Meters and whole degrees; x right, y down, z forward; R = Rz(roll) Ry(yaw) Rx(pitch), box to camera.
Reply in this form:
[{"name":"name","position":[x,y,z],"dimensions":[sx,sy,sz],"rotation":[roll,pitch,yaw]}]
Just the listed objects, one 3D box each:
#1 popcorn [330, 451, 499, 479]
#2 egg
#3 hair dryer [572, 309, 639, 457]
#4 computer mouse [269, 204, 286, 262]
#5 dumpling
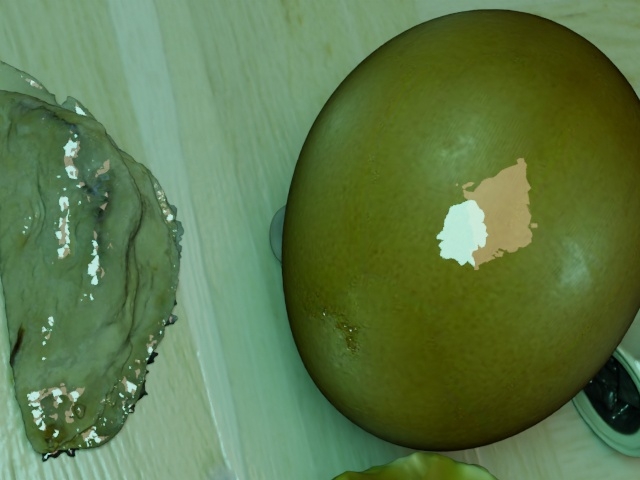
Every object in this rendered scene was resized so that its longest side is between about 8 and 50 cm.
[{"name":"popcorn","position":[0.056,0.293,0.907],"dimensions":[0.335,0.274,0.279],"rotation":[-37,105,-51]},{"name":"egg","position":[0.113,-0.011,0.988],"dimensions":[0.283,0.282,0.351],"rotation":[29,70,-6]},{"name":"hair dryer","position":[0.264,-0.008,1.156],"dimensions":[0.203,0.128,0.362],"rotation":[-25,74,-21]},{"name":"computer mouse","position":[-0.002,0.001,1.106],"dimensions":[0.096,0.039,0.066],"rotation":[9,71,-33]},{"name":"dumpling","position":[-0.184,-0.004,1.032],"dimensions":[0.166,0.086,0.332],"rotation":[-12,81,-17]}]
